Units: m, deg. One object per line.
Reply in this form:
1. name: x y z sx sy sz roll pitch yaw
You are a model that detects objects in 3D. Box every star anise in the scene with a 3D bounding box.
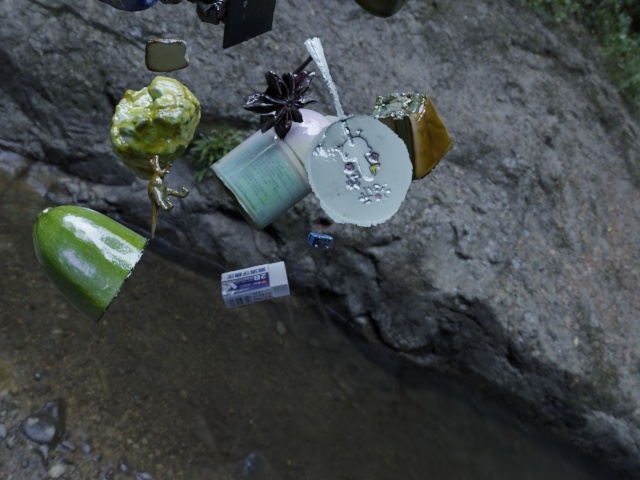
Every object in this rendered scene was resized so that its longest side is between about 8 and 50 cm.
1. star anise: -0.089 -0.370 1.413 0.089 0.231 0.209 36 -19 28

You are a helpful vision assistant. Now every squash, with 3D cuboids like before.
1. squash: -0.725 0.048 1.661 0.308 0.310 0.310 32 26 -19

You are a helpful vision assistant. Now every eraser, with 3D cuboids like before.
1. eraser: -0.211 0.142 1.797 0.210 0.068 0.124 -12 34 -2

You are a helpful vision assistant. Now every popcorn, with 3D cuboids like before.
1. popcorn: -0.547 -0.377 1.887 0.293 0.334 0.292 38 -12 39

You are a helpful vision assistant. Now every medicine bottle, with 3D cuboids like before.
1. medicine bottle: -0.091 -0.236 1.609 0.236 0.406 0.236 50 -9 10

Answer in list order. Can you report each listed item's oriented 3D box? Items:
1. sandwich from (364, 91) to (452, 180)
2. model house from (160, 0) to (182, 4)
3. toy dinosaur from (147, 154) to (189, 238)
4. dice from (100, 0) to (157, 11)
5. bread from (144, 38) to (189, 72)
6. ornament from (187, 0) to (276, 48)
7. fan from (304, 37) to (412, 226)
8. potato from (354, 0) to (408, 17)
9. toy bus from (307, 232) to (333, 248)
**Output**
1. sandwich: 0.231 -0.292 1.448 0.155 0.199 0.227 9 35 35
2. model house: -0.449 -0.692 1.465 0.148 0.120 0.148 -10 27 -36
3. toy dinosaur: -0.385 -0.104 1.287 0.126 0.162 0.039 38 0 13
4. dice: -0.328 -0.485 0.923 0.146 0.143 0.146 27 66 -1
5. bread: -0.452 -0.551 1.633 0.129 0.126 0.044 -5 68 -15
6. ornament: -0.203 -0.476 1.030 0.196 0.153 0.166 27 41 16
7. fan: 0.056 -0.229 1.164 0.232 0.012 0.415 -18 89 -16
8. potato: 0.100 -0.443 0.849 0.137 0.154 0.200 63 5 17
9. toy bus: 0.000 0.000 1.875 0.083 0.038 0.046 7 21 -36
